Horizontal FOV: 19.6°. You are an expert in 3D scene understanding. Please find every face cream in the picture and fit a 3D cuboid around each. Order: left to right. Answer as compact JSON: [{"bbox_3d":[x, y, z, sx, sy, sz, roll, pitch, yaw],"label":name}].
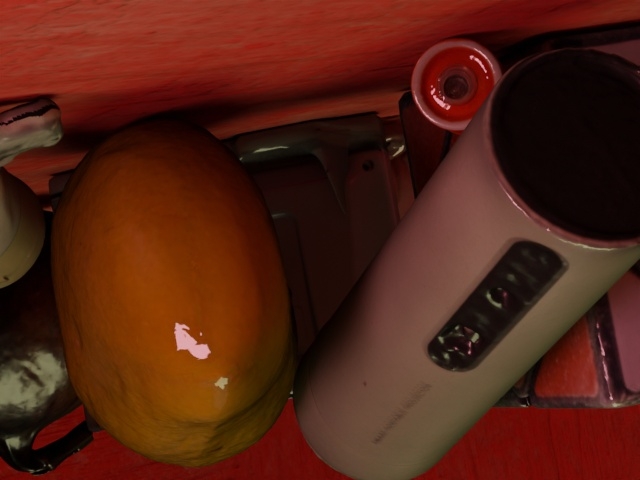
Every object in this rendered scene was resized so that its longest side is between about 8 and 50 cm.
[{"bbox_3d":[-0.211,-0.026,0.946,0.114,0.070,0.224,-14,166,11],"label":"face cream"}]

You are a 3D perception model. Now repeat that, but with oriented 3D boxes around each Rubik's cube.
[{"bbox_3d":[0.190,-0.016,1.101,0.205,0.207,0.205,-9,177,-22],"label":"Rubik's cube"}]

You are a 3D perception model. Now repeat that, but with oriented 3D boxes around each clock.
[{"bbox_3d":[-0.057,0.022,1.276,0.253,0.186,0.083,-11,173,6],"label":"clock"}]

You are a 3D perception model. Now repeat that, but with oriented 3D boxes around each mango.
[{"bbox_3d":[-0.082,0.025,1.048,0.142,0.195,0.332,-15,168,-10],"label":"mango"}]

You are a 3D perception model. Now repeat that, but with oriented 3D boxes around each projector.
[{"bbox_3d":[0.079,0.027,0.978,0.108,0.108,0.337,-10,158,-22],"label":"projector"}]

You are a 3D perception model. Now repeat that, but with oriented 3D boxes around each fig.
[{"bbox_3d":[-0.272,0.071,1.525,0.235,0.214,0.235,12,168,3],"label":"fig"}]

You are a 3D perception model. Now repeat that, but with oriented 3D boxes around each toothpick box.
[{"bbox_3d":[0.074,-0.078,0.956,0.047,0.047,0.083,-11,180,9],"label":"toothpick box"}]

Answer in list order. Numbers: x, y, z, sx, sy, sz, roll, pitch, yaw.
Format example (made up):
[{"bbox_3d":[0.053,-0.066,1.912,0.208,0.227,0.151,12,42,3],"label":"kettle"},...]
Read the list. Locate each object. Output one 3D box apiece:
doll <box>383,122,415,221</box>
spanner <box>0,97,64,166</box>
[{"bbox_3d":[0.000,0.000,1.421,0.211,0.093,0.262,-6,146,-26],"label":"doll"},{"bbox_3d":[-0.214,-0.035,0.756,0.071,0.017,0.302,-32,168,29],"label":"spanner"}]
